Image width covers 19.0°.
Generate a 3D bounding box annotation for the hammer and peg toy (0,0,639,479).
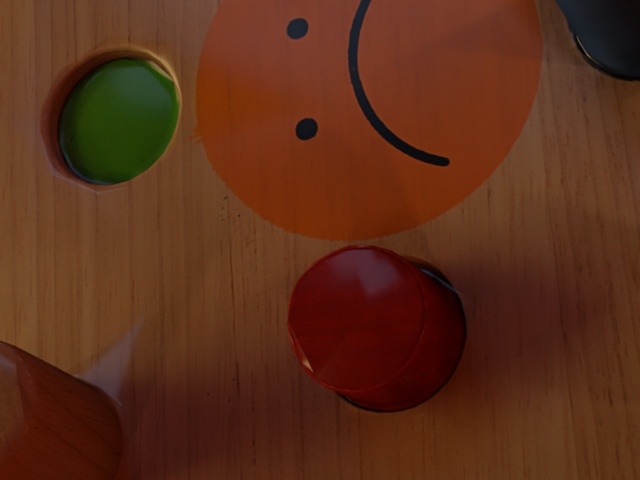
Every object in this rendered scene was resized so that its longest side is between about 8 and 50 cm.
[{"bbox_3d":[0.027,0.008,0.487,0.127,0.266,0.361,41,-139,-64],"label":"hammer and peg toy"}]
